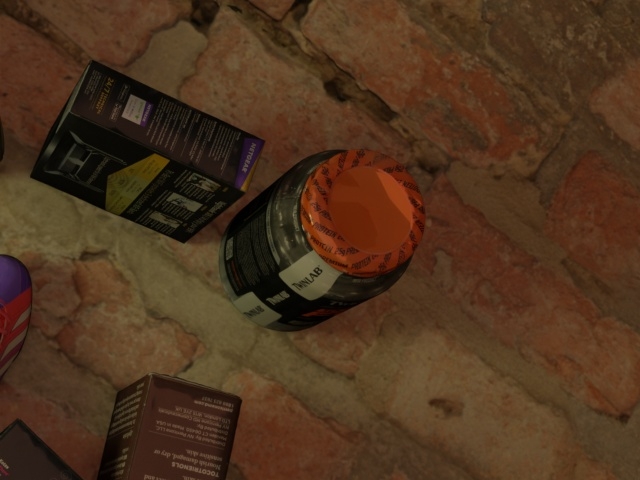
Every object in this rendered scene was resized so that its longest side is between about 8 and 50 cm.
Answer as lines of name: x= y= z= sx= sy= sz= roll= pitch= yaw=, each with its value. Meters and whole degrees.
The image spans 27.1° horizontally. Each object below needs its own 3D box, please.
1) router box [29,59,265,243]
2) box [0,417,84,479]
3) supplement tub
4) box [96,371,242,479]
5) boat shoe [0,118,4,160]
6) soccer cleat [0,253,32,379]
router box: x=-0.239 y=-0.108 z=1.771 sx=0.243 sy=0.309 sz=0.081 roll=25 pitch=70 yaw=-15
box: x=-0.431 y=0.372 z=1.649 sx=0.143 sy=0.165 sz=0.270 roll=45 pitch=66 yaw=-5
supplement tub: x=0.000 y=0.000 z=1.822 sx=0.207 sy=0.338 sz=0.207 roll=5 pitch=75 yaw=-20
box: x=-0.224 y=0.379 z=1.716 sx=0.143 sy=0.191 sz=0.381 roll=19 pitch=71 yaw=-16
boat shoe: x=-0.511 y=-0.245 z=1.772 sx=0.122 sy=0.120 sz=0.324 roll=-17 pitch=116 yaw=8
soccer cleat: x=-0.454 y=0.158 z=1.722 sx=0.109 sy=0.116 sz=0.318 roll=27 pitch=68 yaw=-13
